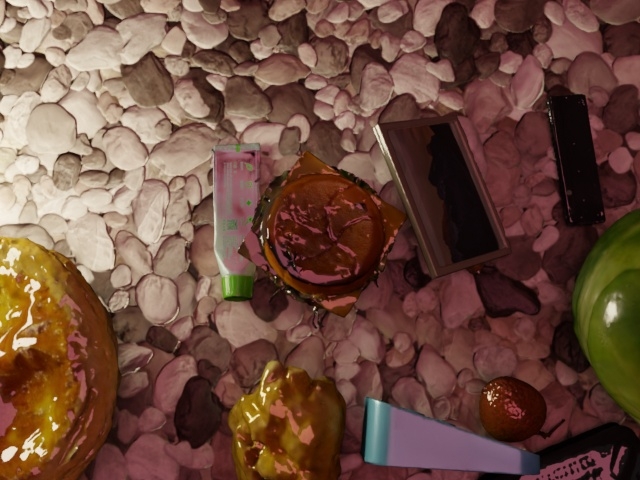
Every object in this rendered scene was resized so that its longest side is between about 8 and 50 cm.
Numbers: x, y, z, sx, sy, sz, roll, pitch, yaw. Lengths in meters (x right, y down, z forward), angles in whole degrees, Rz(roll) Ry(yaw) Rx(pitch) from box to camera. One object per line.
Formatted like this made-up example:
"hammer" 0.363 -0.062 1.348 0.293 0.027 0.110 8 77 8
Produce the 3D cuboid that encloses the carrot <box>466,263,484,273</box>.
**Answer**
"carrot" 0.231 -0.017 1.293 0.035 0.036 0.165 -26 79 -3

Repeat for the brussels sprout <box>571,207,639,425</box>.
"brussels sprout" 0.538 0.128 1.154 0.314 0.276 0.372 2 88 -12

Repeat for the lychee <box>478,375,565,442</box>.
"lychee" 0.315 0.277 1.211 0.114 0.101 0.140 -37 89 3

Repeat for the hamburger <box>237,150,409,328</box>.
"hamburger" 0.000 0.000 1.236 0.243 0.139 0.262 36 75 3

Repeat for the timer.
"timer" 0.188 0.297 1.147 0.249 0.232 0.092 7 79 1

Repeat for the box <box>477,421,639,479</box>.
"box" 0.418 0.466 1.194 0.288 0.073 0.290 -22 81 -2

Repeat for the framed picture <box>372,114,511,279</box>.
"framed picture" 0.206 -0.081 1.260 0.192 0.018 0.266 -15 79 -37

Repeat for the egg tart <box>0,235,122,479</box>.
"egg tart" -0.514 0.216 1.198 0.442 0.178 0.444 0 83 2

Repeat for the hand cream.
"hand cream" -0.144 -0.035 1.302 0.079 0.050 0.275 4 75 -24

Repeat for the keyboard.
"keyboard" 0.440 -0.139 1.315 0.072 0.023 0.231 -6 82 -7

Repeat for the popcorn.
"popcorn" -0.055 0.306 1.174 0.190 0.191 0.254 2 90 15
